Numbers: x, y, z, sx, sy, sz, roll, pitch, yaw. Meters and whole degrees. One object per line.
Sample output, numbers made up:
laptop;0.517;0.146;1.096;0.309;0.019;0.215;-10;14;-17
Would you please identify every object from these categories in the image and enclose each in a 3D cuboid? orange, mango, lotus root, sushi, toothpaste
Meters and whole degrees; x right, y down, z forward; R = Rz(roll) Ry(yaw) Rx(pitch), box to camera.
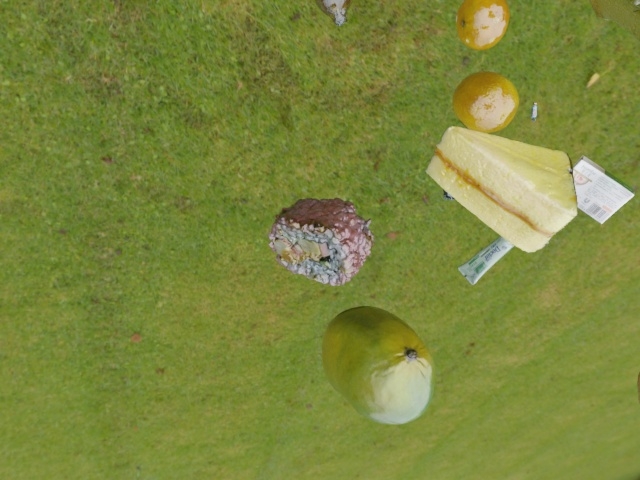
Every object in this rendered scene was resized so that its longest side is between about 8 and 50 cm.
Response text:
orange;0.453;-0.622;1.198;0.124;0.156;0.156;-23;144;-16
mango;0.052;0.136;0.483;0.086;0.122;0.191;-21;-172;-29
orange;0.607;-0.508;1.562;0.237;0.236;0.236;-11;142;-8
lotus root;0.033;-0.713;1.187;0.120;0.120;0.209;-13;103;-6
sushi;0.000;0.000;1.151;0.270;0.171;0.236;10;132;29
toothpaste;0.443;0.043;1.118;0.041;0.064;0.218;-25;158;-35

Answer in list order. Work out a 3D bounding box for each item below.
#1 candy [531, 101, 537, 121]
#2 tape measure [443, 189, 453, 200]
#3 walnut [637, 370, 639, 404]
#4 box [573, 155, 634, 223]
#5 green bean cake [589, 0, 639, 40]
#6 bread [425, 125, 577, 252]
candy;0.932;-0.559;1.845;0.020;0.030;0.083;-6;111;1
tape measure;0.469;-0.189;1.488;0.091;0.054;0.094;-8;111;-34
walnut;0.591;0.255;0.616;0.198;0.245;0.198;-34;164;-11
box;0.918;-0.173;1.431;0.081;0.199;0.135;-35;162;-52
green bean cake;0.906;-0.685;1.210;0.124;0.236;0.233;-46;150;25
bread;0.357;-0.101;0.875;0.264;0.163;0.167;14;146;2
